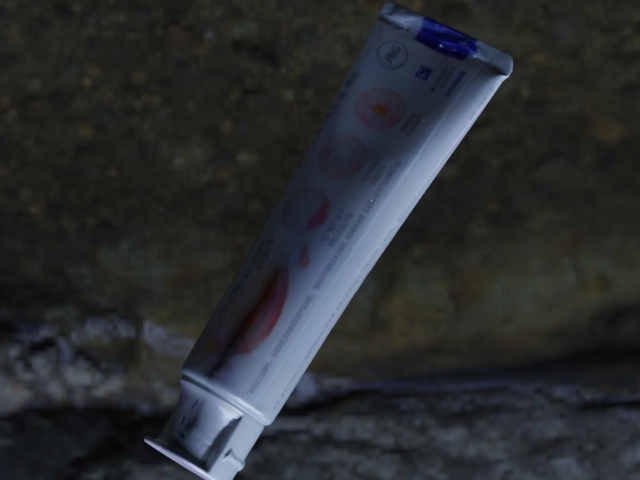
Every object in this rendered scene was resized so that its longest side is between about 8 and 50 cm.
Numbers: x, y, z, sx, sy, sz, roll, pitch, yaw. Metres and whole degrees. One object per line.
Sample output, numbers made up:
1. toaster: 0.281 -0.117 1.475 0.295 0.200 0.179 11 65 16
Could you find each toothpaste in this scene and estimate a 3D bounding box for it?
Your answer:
1. toothpaste: 0.000 0.000 1.103 0.100 0.323 0.066 27 170 24
